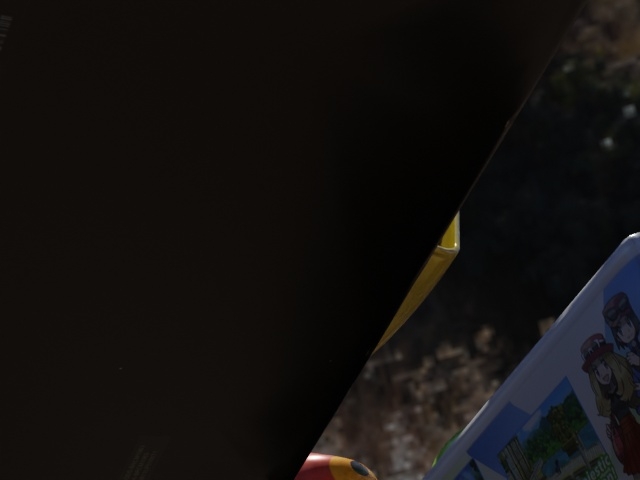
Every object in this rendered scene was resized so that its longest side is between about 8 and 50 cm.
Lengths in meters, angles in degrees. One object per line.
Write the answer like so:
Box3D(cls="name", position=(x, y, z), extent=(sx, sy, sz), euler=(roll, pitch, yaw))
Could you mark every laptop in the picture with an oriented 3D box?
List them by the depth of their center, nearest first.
Box3D(cls="laptop", position=(-0.163, -0.096, 0.584), extent=(0.407, 0.236, 0.382), euler=(6, -49, -29))

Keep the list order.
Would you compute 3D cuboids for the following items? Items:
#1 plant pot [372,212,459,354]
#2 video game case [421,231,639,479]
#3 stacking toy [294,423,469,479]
Box3D(cls="plant pot", position=(0.000, 0.000, 1.576), extent=(0.212, 0.187, 0.212), euler=(21, 28, -7))
Box3D(cls="video game case", position=(0.129, 0.211, 0.705), extent=(0.036, 0.300, 0.329), euler=(-5, -35, -31))
Box3D(cls="stacking toy", position=(0.116, 0.220, 1.157), extent=(0.279, 0.309, 0.130), euler=(-39, 27, 19))
